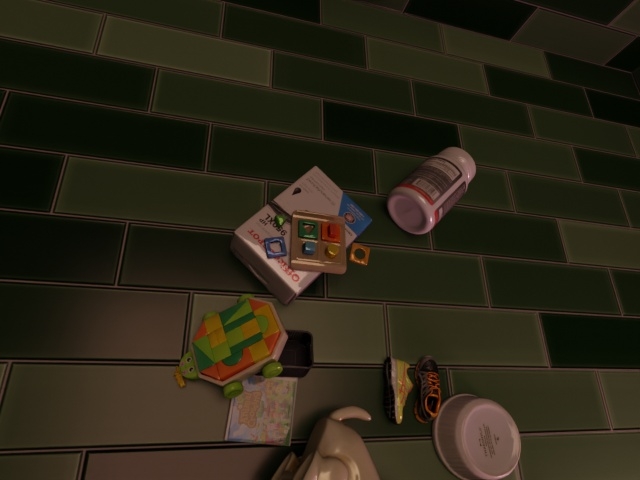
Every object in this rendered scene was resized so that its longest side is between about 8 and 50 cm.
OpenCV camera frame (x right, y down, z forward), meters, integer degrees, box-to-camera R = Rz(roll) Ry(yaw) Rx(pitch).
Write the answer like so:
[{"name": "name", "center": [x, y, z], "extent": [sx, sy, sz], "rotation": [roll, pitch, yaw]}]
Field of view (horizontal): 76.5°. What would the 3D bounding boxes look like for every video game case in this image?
[{"name": "video game case", "center": [-0.172, 0.492, 1.219], "extent": [0.194, 0.023, 0.212], "rotation": [11, 65, -12]}]

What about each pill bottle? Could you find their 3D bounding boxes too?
[{"name": "pill bottle", "center": [0.444, -0.205, 1.598], "extent": [0.210, 0.210, 0.363], "rotation": [46, 63, 5]}]

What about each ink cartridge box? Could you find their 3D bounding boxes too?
[{"name": "ink cartridge box", "center": [-0.065, -0.020, 1.387], "extent": [0.285, 0.166, 0.395], "rotation": [44, 63, 4]}]

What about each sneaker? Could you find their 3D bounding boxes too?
[{"name": "sneaker", "center": [0.261, 0.487, 1.322], "extent": [0.094, 0.081, 0.208], "rotation": [12, 65, -15]}, {"name": "sneaker", "center": [0.367, 0.492, 1.351], "extent": [0.084, 0.083, 0.214], "rotation": [13, 64, -10]}]

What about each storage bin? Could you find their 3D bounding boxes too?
[{"name": "storage bin", "center": [-0.118, 0.345, 1.249], "extent": [0.181, 0.084, 0.121], "rotation": [8, 51, -15]}]

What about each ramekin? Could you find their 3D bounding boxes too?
[{"name": "ramekin", "center": [0.512, 0.635, 1.310], "extent": [0.273, 0.127, 0.272], "rotation": [6, 66, -15]}]

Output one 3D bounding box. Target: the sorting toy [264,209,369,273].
[{"name": "sorting toy", "center": [0.000, 0.000, 1.279], "extent": [0.349, 0.047, 0.195], "rotation": [7, 67, -16]}]

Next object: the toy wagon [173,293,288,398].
[{"name": "toy wagon", "center": [-0.269, 0.312, 1.171], "extent": [0.345, 0.068, 0.267], "rotation": [-27, 52, -5]}]

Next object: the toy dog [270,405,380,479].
[{"name": "toy dog", "center": [0.094, 0.711, 1.099], "extent": [0.408, 0.284, 0.395], "rotation": [41, 45, 1]}]
